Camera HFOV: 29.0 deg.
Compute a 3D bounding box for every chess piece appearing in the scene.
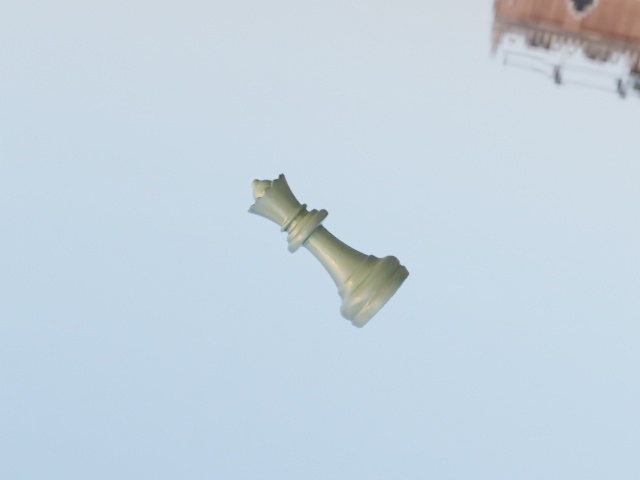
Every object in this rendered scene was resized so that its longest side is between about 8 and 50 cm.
[{"bbox_3d":[0.000,0.000,0.641,0.093,0.042,0.042,44,-154,1],"label":"chess piece"}]
